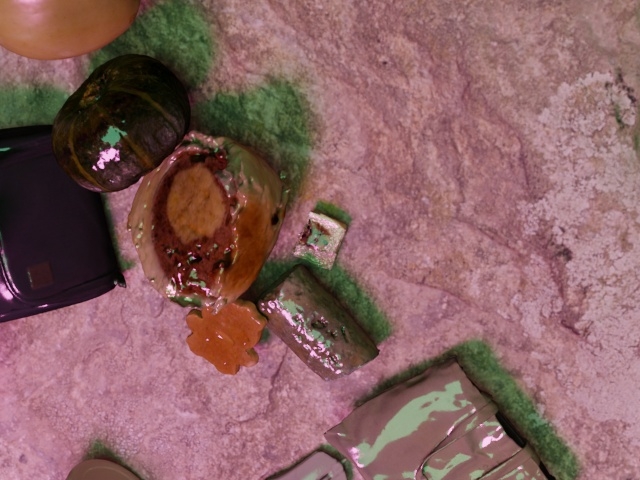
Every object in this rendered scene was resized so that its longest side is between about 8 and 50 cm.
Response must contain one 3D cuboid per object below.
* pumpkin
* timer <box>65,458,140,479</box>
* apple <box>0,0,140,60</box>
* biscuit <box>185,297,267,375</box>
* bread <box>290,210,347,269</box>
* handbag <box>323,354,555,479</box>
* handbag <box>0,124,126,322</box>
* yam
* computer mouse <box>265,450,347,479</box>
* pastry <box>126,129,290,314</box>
[{"bbox_3d":[-0.291,-0.170,1.645,0.224,0.223,0.157,-31,122,14],"label":"pumpkin"},{"bbox_3d":[-0.412,0.514,1.861,0.175,0.175,0.266,40,112,-2],"label":"timer"},{"bbox_3d":[-0.383,-0.390,1.590,0.263,0.262,0.262,2,104,8],"label":"apple"},{"bbox_3d":[-0.151,0.142,1.754,0.133,0.027,0.184,28,137,14],"label":"biscuit"},{"bbox_3d":[0.000,0.000,1.733,0.070,0.035,0.083,26,103,0],"label":"bread"},{"bbox_3d":[0.197,0.350,1.751,0.253,0.109,0.315,-37,95,10],"label":"handbag"},{"bbox_3d":[-0.466,-0.021,1.725,0.275,0.178,0.301,-7,102,11],"label":"handbag"},{"bbox_3d":[-0.006,0.136,1.732,0.107,0.107,0.194,-42,95,15],"label":"yam"},{"bbox_3d":[-0.029,0.410,1.827,0.182,0.056,0.089,-35,101,14],"label":"computer mouse"},{"bbox_3d":[-0.157,-0.031,1.685,0.237,0.170,0.255,29,106,43],"label":"pastry"}]
